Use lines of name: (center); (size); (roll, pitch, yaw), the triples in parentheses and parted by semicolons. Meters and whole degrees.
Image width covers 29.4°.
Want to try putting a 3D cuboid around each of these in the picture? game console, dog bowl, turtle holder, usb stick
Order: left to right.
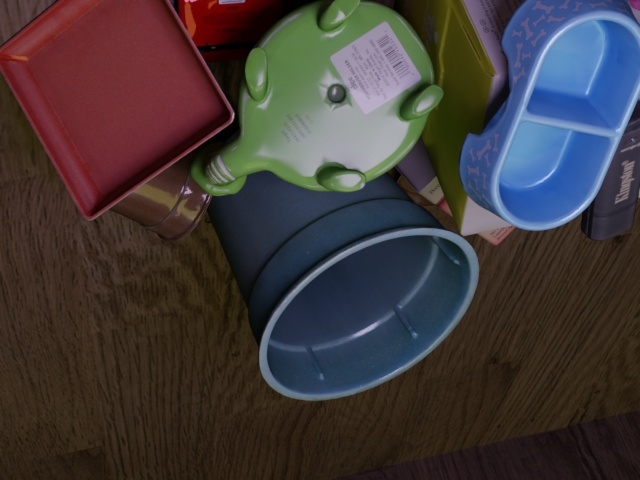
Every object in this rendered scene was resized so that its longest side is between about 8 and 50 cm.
game console: (-0.130, -0.292, 1.662); (0.144, 0.085, 0.124); (-8, 117, -17)
turtle holder: (0.000, -0.164, 1.607); (0.243, 0.227, 0.320); (27, 94, -7)
dog bowl: (0.267, -0.142, 1.375); (0.166, 0.074, 0.297); (8, 117, -20)
usb stick: (0.377, -0.084, 1.565); (0.077, 0.045, 0.278); (-16, 150, -1)

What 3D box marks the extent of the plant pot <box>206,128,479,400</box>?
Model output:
plant pot: (0.000, 0.000, 1.794); (0.341, 0.334, 0.341); (-20, 141, -17)

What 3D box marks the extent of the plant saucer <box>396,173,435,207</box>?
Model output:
plant saucer: (0.205, -0.117, 2.098); (0.169, 0.029, 0.168); (-12, 148, -8)

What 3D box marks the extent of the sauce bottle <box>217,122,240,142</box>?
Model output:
sauce bottle: (-0.140, -0.139, 1.873); (0.042, 0.042, 0.128); (9, 139, -37)

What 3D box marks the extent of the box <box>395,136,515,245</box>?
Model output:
box: (0.242, -0.117, 1.971); (0.148, 0.127, 0.232); (-47, 136, 13)

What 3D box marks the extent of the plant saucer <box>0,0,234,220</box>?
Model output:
plant saucer: (-0.257, -0.198, 1.555); (0.258, 0.259, 0.048); (-32, 174, 23)

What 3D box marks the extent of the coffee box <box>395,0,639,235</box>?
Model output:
coffee box: (0.303, -0.259, 1.624); (0.335, 0.338, 0.337); (-12, 148, -9)

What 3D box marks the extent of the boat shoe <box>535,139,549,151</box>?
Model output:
boat shoe: (0.263, -0.118, 1.463); (0.049, 0.042, 0.133); (17, 133, -37)

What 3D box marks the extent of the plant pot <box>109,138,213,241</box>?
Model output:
plant pot: (-0.263, -0.101, 1.770); (0.165, 0.167, 0.167); (21, 132, -36)
